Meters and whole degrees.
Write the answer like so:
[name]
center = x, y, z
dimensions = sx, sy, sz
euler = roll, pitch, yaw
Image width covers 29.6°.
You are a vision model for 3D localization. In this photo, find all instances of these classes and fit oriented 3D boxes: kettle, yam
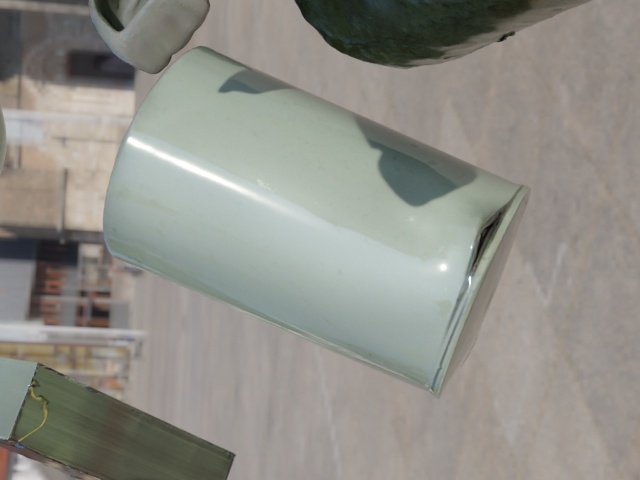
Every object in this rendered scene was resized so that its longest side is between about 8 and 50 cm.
[kettle]
center = -0.005, 0.005, 1.056
dimensions = 0.205, 0.318, 0.265
euler = -53, -19, -52
[yam]
center = 0.111, -0.239, 0.876
dimensions = 0.300, 0.195, 0.195
euler = -10, 76, 59

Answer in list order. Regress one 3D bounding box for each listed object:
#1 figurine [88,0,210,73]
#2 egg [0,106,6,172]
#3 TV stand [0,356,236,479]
[figurine]
center = -0.061, -0.250, 0.672
dimensions = 0.167, 0.284, 0.343
euler = 12, -94, -56
[egg]
center = -0.590, -0.149, 1.730
dimensions = 0.389, 0.276, 0.276
euler = 142, 131, -74
[TV stand]
center = -0.216, 0.203, 1.213
dimensions = 0.088, 0.269, 0.083
euler = 1, 65, 45
